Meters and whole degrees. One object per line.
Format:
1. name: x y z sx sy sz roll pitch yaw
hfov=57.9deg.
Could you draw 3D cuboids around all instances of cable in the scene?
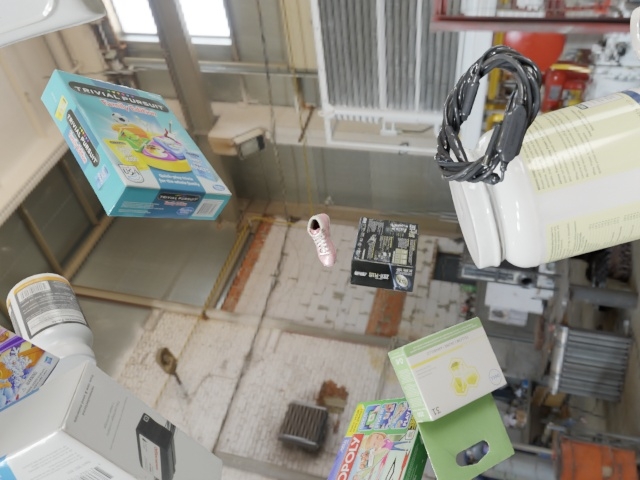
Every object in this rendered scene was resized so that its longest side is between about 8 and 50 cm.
1. cable: 0.216 -0.163 0.761 0.151 0.047 0.184 15 93 63

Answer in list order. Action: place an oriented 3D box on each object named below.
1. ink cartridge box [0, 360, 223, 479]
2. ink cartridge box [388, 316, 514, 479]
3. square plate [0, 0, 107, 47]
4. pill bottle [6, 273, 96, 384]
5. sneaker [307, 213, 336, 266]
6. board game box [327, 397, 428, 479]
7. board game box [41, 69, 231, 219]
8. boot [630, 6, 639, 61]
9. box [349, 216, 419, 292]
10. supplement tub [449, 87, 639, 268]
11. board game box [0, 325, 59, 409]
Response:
1. ink cartridge box: -0.333 0.354 0.881 0.307 0.223 0.129 50 -160 -29
2. ink cartridge box: 0.228 0.262 0.938 0.056 0.171 0.235 -42 66 58
3. square plate: -0.567 -0.436 0.871 0.344 0.347 0.049 67 -169 -47
4. pill bottle: -0.672 0.227 1.454 0.162 0.278 0.162 -26 -36 -20
5. sneaker: 0.000 0.000 1.435 0.070 0.051 0.134 -4 -95 -65
6. board game box: 0.097 0.447 1.084 0.046 0.214 0.317 42 -128 -19
7. board game box: -0.368 -0.188 1.166 0.254 0.336 0.079 0 -44 -54
8. boot: 0.575 -0.299 0.937 0.069 0.086 0.190 -44 -65 -21
9. box: 0.155 0.030 1.377 0.180 0.148 0.077 -74 -12 -53
10. supplement tub: 0.389 -0.091 0.934 0.235 0.325 0.235 -15 -90 -82
11. board game box: -0.674 0.308 1.025 0.078 0.233 0.347 -41 20 49
